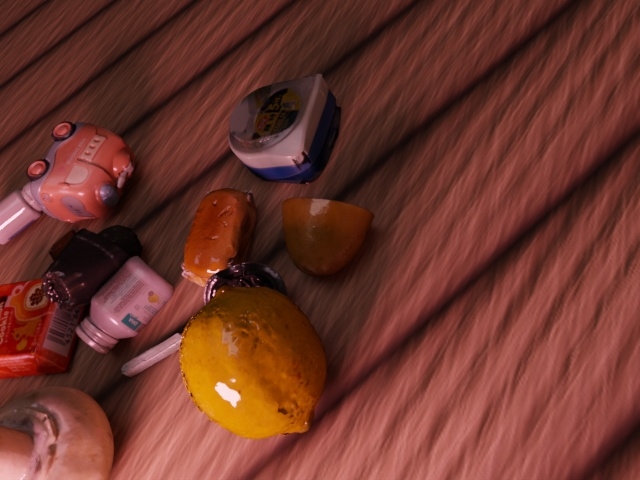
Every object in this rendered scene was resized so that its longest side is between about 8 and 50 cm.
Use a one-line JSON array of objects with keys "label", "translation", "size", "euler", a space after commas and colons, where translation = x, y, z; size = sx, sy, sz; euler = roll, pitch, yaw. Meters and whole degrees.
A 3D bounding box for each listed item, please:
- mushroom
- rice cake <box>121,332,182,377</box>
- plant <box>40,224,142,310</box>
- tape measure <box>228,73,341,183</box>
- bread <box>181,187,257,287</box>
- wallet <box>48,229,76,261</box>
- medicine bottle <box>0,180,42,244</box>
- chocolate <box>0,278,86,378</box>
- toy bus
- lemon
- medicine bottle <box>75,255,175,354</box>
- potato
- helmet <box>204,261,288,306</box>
[{"label": "mushroom", "translation": [-0.569, 0.420, 1.074], "size": [0.314, 0.336, 0.314], "euler": [-4, 66, 9]}, {"label": "rice cake", "translation": [-0.371, 0.257, 1.286], "size": [0.170, 0.033, 0.029], "euler": [-30, 54, 3]}, {"label": "plant", "translation": [-0.547, 0.063, 1.392], "size": [0.164, 0.142, 0.256], "euler": [28, 42, 16]}, {"label": "tape measure", "translation": [-0.101, -0.288, 1.460], "size": [0.262, 0.138, 0.259], "euler": [3, 60, 24]}, {"label": "bread", "translation": [-0.237, -0.010, 1.358], "size": [0.136, 0.107, 0.241], "euler": [-1, 60, 19]}, {"label": "wallet", "translation": [-0.680, 0.046, 1.553], "size": [0.095, 0.026, 0.176], "euler": [-42, 53, -4]}, {"label": "medicine bottle", "translation": [-0.892, -0.083, 1.674], "size": [0.186, 0.103, 0.103], "euler": [-40, 53, -6]}, {"label": "chocolate", "translation": [-0.717, 0.211, 1.414], "size": [0.234, 0.108, 0.237], "euler": [-8, 58, 19]}, {"label": "toy bus", "translation": [-0.644, -0.184, 1.598], "size": [0.232, 0.194, 0.288], "euler": [12, 63, 14]}, {"label": "lemon", "translation": [-0.120, 0.228, 1.057], "size": [0.258, 0.258, 0.310], "euler": [-34, 93, -1]}, {"label": "medicine bottle", "translation": [-0.456, 0.153, 1.323], "size": [0.135, 0.135, 0.215], "euler": [32, 75, 35]}, {"label": "potato", "translation": [0.000, 0.000, 1.230], "size": [0.203, 0.178, 0.158], "euler": [13, 79, 2]}, {"label": "helmet", "translation": [-0.159, 0.126, 1.233], "size": [0.177, 0.107, 0.153], "euler": [-12, 88, -4]}]
